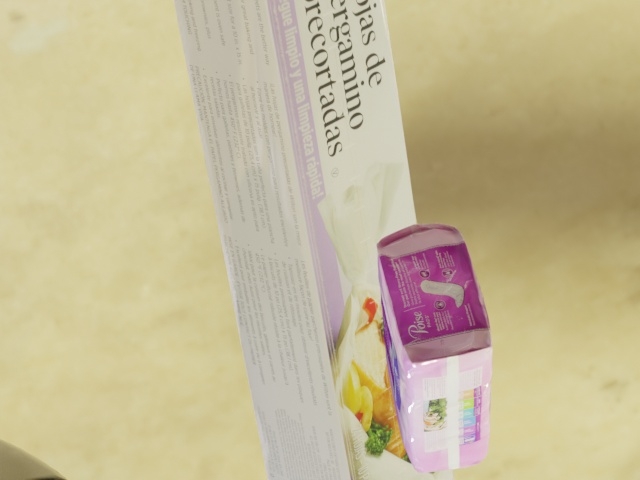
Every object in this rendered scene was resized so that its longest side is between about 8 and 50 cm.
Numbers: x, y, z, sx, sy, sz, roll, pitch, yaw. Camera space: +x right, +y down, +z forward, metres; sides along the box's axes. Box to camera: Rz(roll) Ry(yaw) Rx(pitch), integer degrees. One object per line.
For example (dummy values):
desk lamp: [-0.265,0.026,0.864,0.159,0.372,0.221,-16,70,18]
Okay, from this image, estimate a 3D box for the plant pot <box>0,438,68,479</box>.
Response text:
plant pot: [-0.202,0.184,0.857,0.187,0.188,0.167,-6,176,-44]

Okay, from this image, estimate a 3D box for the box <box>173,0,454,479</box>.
box: [0.000,0.000,0.771,0.063,0.067,0.324,-29,120,-36]

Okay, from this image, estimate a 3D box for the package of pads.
package of pads: [0.038,0.036,0.602,0.032,0.050,0.083,-12,147,-3]
